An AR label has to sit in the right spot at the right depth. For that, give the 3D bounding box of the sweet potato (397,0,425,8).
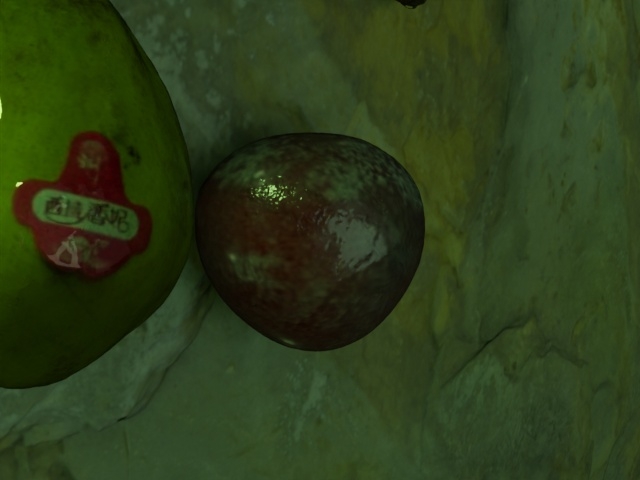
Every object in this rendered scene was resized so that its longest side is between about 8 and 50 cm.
[{"bbox_3d":[0.131,-0.383,1.474,0.233,0.062,0.081,-68,155,-8],"label":"sweet potato"}]

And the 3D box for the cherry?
[{"bbox_3d":[0.000,0.000,1.363,0.285,0.212,0.236,31,73,-40],"label":"cherry"}]

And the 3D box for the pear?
[{"bbox_3d":[-0.242,-0.067,1.035,0.287,0.287,0.375,6,81,-49],"label":"pear"}]
